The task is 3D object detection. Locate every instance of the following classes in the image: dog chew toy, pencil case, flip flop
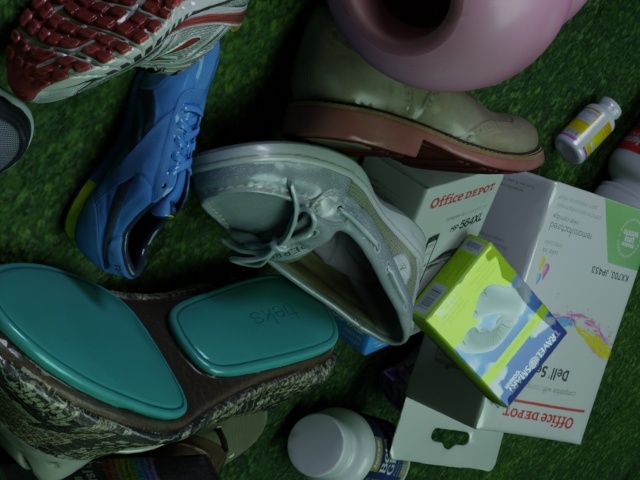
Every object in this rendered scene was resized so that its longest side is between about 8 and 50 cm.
[{"bbox_3d":[0.144,-0.249,1.351,0.332,0.206,0.207,-35,148,-51],"label":"dog chew toy"},{"bbox_3d":[0.155,0.124,1.907,0.206,0.086,0.088,-43,126,-23],"label":"pencil case"},{"bbox_3d":[-0.149,0.219,1.535,0.277,0.080,0.112,-16,133,-49],"label":"flip flop"}]

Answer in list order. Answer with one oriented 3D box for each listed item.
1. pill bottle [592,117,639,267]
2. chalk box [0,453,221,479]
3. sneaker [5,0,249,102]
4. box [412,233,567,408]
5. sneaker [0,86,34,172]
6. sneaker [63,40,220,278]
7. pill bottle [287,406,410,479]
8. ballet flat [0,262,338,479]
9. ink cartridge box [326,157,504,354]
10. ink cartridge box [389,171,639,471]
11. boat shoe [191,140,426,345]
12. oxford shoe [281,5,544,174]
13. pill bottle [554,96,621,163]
[{"bbox_3d":[0.465,-0.106,2.039,0.283,0.161,0.161,-51,152,-6],"label":"pill bottle"},{"bbox_3d":[-0.213,0.307,1.378,0.289,0.180,0.179,3,128,-38],"label":"chalk box"},{"bbox_3d":[-0.125,-0.147,1.153,0.225,0.088,0.093,-32,147,-35],"label":"sneaker"},{"bbox_3d":[0.178,0.090,1.671,0.109,0.042,0.178,-50,123,-9],"label":"box"},{"bbox_3d":[-0.259,-0.021,1.014,0.268,0.153,0.101,-19,137,-48],"label":"sneaker"},{"bbox_3d":[-0.119,-0.068,1.258,0.069,0.082,0.209,16,105,-58],"label":"sneaker"},{"bbox_3d":[0.030,0.238,1.820,0.094,0.094,0.169,-56,153,4],"label":"pill bottle"},{"bbox_3d":[-0.160,0.120,1.352,0.182,0.164,0.483,-44,159,22],"label":"ballet flat"},{"bbox_3d":[0.088,-0.002,1.650,0.148,0.086,0.203,-18,137,-49],"label":"ink cartridge box"},{"bbox_3d":[0.227,0.107,1.822,0.207,0.119,0.353,13,96,-45],"label":"ink cartridge box"},{"bbox_3d":[-0.002,0.001,1.426,0.320,0.118,0.103,36,47,-55],"label":"boat shoe"},{"bbox_3d":[0.104,-0.131,1.470,0.348,0.123,0.130,7,88,-54],"label":"oxford shoe"},{"bbox_3d":[0.316,-0.131,1.904,0.083,0.043,0.043,-44,151,-17],"label":"pill bottle"}]
